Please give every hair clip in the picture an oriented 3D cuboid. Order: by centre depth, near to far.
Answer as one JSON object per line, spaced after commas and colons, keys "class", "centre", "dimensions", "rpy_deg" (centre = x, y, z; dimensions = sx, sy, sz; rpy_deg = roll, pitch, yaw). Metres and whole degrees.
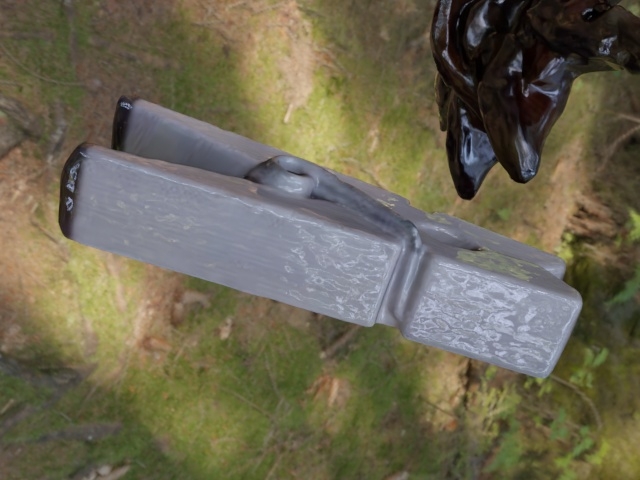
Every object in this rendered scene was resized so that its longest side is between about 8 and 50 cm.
{"class": "hair clip", "centre": [0.002, -0.004, 0.535], "dimensions": [0.101, 0.330, 0.085], "rpy_deg": [-66, 172, -69]}

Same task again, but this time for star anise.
{"class": "star anise", "centre": [0.125, -0.151, 0.530], "dimensions": [0.272, 0.102, 0.272], "rpy_deg": [-58, -160, 34]}
